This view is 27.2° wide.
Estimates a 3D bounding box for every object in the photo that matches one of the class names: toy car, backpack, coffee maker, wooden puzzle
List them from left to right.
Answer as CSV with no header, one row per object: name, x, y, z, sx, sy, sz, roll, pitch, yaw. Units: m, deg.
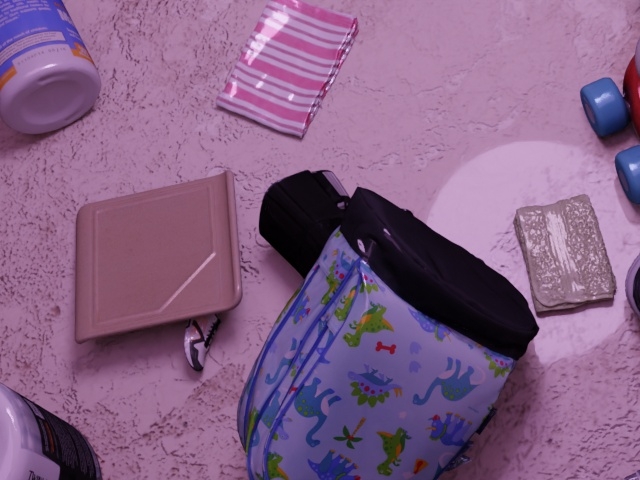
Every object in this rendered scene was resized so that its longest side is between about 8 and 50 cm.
wooden puzzle,-0.218,0.024,1.768,0.239,0.044,0.221,-15,53,11
coffee maker,0.000,0.000,1.678,0.178,0.171,0.120,45,119,32
backpack,0.053,0.172,1.537,0.355,0.290,0.273,-46,25,20
toy car,0.452,-0.192,1.620,0.219,0.238,0.210,-22,66,3

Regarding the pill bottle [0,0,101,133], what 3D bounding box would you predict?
pill bottle,-0.432,-0.300,1.895,0.152,0.152,0.272,-29,66,0

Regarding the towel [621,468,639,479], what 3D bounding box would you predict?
towel,0.409,0.363,1.473,0.284,0.121,0.235,-27,66,-2

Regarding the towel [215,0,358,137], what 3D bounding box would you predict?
towel,-0.047,-0.251,1.862,0.144,0.029,0.197,21,75,19

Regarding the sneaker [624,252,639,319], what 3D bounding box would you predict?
sneaker,0.535,-0.015,1.536,0.366,0.210,0.137,-36,93,-1

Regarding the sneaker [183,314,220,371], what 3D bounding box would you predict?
sneaker,-0.154,0.118,1.734,0.044,0.040,0.109,-3,69,8

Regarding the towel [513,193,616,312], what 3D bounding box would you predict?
towel,0.311,0.016,1.684,0.110,0.027,0.148,-12,67,6

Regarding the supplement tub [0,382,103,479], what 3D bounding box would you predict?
supplement tub,-0.379,0.282,1.567,0.194,0.316,0.193,-4,69,11
